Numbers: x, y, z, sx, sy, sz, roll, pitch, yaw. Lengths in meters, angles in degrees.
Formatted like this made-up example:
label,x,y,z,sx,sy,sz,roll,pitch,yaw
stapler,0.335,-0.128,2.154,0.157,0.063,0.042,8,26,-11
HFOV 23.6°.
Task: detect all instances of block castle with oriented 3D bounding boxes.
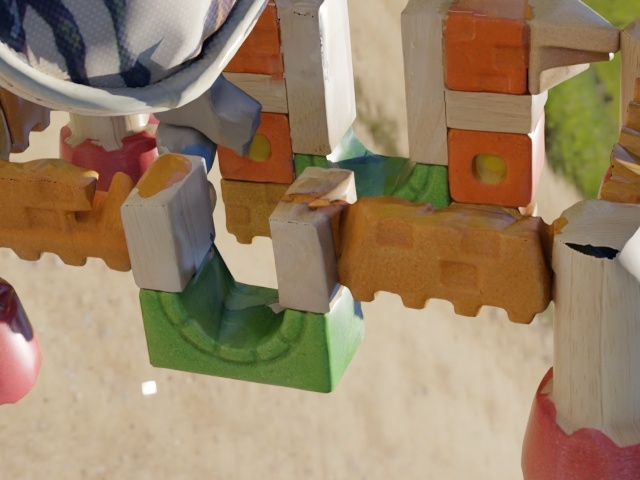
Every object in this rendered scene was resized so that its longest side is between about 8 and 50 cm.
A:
label,x,y,z,sx,sy,sz,roll,pitch,yaw
block castle,0.000,0.000,0.901,0.303,0.453,0.213,-60,151,-51

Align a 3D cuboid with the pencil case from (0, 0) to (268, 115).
label,x,y,z,sx,sy,sz,roll,pitch,yaw
pencil case,-0.171,-0.165,0.617,0.160,0.410,0.183,-21,113,-29
